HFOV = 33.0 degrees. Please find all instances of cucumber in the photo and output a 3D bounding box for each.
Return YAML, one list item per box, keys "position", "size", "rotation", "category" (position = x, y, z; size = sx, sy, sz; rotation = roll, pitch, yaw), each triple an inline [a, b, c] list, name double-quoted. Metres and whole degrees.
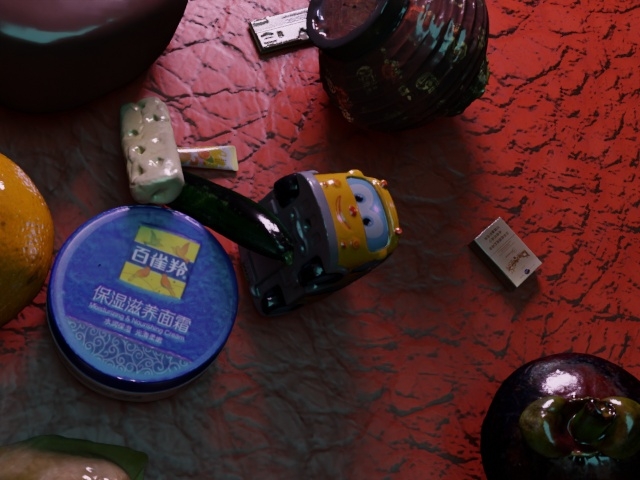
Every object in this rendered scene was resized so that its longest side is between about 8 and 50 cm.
- position: [-0.122, -0.040, 1.215]
  size: [0.056, 0.056, 0.284]
  rotation: [-41, 46, -24]
  category: "cucumber"

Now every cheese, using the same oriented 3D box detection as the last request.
- position: [-0.197, -0.106, 1.242]
  size: [0.064, 0.043, 0.194]
  rotation: [-9, 37, -8]
  category: "cheese"

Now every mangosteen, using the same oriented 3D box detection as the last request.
- position: [0.299, 0.228, 1.228]
  size: [0.216, 0.216, 0.216]
  rotation: [5, 70, -14]
  category: "mangosteen"

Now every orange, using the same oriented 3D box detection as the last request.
- position: [-0.392, -0.003, 1.122]
  size: [0.224, 0.170, 0.224]
  rotation: [-4, 60, 8]
  category: "orange"

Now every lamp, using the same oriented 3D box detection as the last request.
- position: [0.103, -0.244, 1.336]
  size: [0.246, 0.247, 0.247]
  rotation: [5, 70, -14]
  category: "lamp"

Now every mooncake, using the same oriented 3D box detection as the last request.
- position: [-0.321, -0.307, 1.262]
  size: [0.333, 0.174, 0.326]
  rotation: [12, 65, -8]
  category: "mooncake"

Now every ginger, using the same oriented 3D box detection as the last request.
- position: [-0.280, 0.268, 1.109]
  size: [0.193, 0.122, 0.115]
  rotation: [6, 90, -8]
  category: "ginger"

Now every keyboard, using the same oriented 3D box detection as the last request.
- position: [-0.029, -0.282, 1.421]
  size: [0.129, 0.015, 0.049]
  rotation: [-19, 72, -20]
  category: "keyboard"

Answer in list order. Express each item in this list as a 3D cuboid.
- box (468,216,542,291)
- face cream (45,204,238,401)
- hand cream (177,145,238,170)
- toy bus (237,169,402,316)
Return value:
- position: [0.237, 0.017, 1.384]
  size: [0.053, 0.024, 0.083]
  rotation: [-38, 86, -23]
  category: "box"
- position: [-0.199, 0.072, 1.196]
  size: [0.205, 0.111, 0.206]
  rotation: [5, 69, -14]
  category: "face cream"
- position: [-0.150, -0.103, 1.321]
  size: [0.102, 0.022, 0.035]
  rotation: [0, 66, -20]
  category: "hand cream"
- position: [0.000, 0.000, 1.230]
  size: [0.136, 0.209, 0.126]
  rotation: [-9, 74, -30]
  category: "toy bus"
